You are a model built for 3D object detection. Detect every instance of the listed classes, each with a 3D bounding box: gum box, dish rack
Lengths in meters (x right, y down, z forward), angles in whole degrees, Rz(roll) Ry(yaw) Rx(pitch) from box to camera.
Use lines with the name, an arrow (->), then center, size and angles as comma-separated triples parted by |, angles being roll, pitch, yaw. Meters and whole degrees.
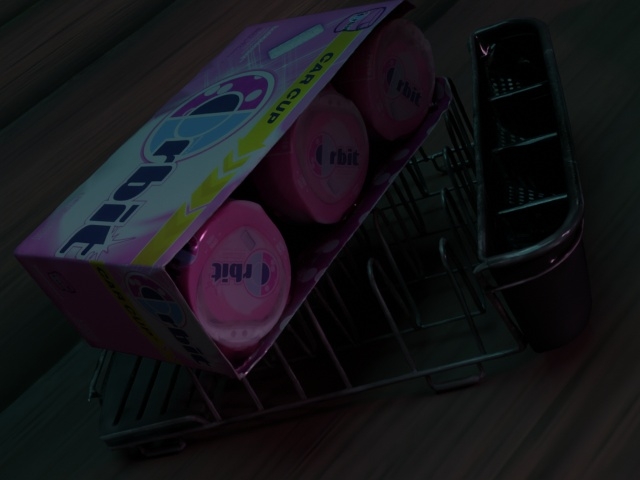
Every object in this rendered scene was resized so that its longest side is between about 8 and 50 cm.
gum box -> -0.031, -0.033, 0.416 | 0.107, 0.062, 0.188 | 3, 44, 44
dish rack -> 0.000, 0.000, 0.470 | 0.271, 0.074, 0.208 | -17, 31, 20
